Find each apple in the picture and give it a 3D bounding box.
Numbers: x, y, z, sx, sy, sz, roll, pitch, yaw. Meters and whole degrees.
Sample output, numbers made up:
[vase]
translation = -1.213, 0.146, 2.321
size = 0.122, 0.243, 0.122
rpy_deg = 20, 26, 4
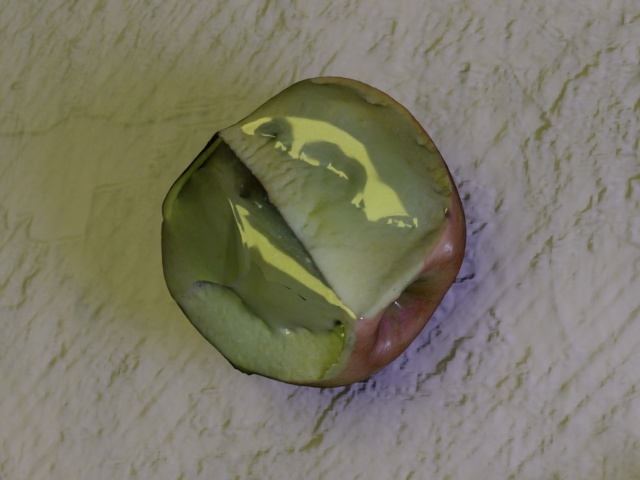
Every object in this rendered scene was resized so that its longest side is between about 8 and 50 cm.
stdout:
[apple]
translation = 0.000, 0.000, 1.308
size = 0.207, 0.174, 0.188
rpy_deg = -43, 74, 0
